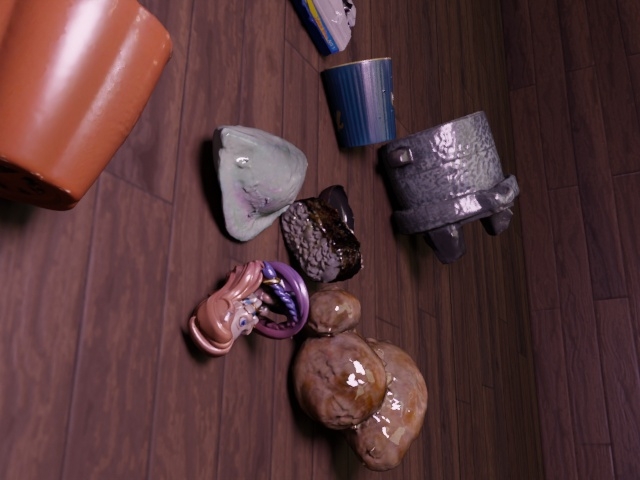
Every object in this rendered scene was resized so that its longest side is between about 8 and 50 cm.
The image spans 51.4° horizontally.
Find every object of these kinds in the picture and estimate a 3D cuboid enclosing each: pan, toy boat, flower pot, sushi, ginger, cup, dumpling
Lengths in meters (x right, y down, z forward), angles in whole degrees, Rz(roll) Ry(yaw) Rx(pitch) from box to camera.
[{"bbox_3d":[0.023,-0.009,1.172,0.212,0.040,0.115,-79,147,-46],"label":"pan"},{"bbox_3d":[-0.018,-0.487,1.199,0.295,0.088,0.129,56,36,-39],"label":"toy boat"},{"bbox_3d":[0.289,-0.113,1.443,0.299,0.299,0.282,-27,101,-61],"label":"flower pot"},{"bbox_3d":[0.000,0.000,1.052,0.078,0.090,0.150,-11,58,-50],"label":"sushi"},{"bbox_3d":[0.058,0.215,1.044,0.304,0.155,0.244,54,33,-40],"label":"ginger"},{"bbox_3d":[-0.248,-0.128,0.583,0.190,0.191,0.173,40,61,-51],"label":"flower pot"},{"bbox_3d":[0.082,-0.266,1.302,0.176,0.131,0.155,-85,166,-81],"label":"cup"},{"bbox_3d":[-0.083,-0.085,0.927,0.217,0.105,0.149,24,54,-62],"label":"dumpling"}]

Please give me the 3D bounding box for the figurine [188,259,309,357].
[{"bbox_3d":[-0.103,0.087,0.858,0.157,0.126,0.114,-15,57,-28],"label":"figurine"}]
